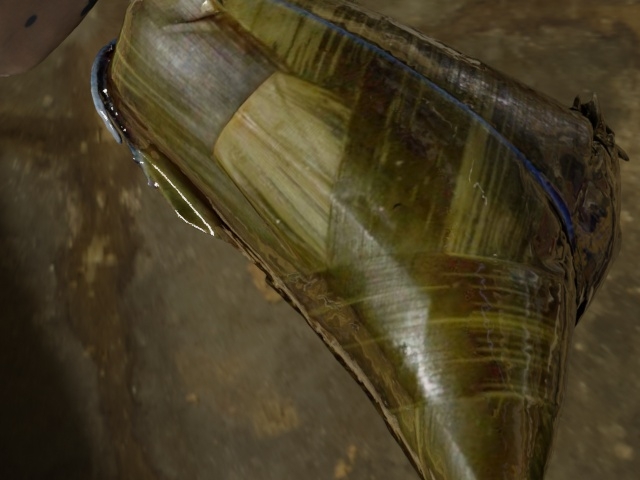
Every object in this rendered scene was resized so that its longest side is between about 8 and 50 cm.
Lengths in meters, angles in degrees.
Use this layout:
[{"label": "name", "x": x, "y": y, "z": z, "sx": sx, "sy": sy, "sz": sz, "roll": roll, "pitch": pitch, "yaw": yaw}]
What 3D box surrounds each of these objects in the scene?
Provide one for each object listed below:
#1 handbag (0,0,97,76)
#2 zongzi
[{"label": "handbag", "x": -0.143, "y": -0.187, "z": 0.515, "sx": 0.193, "sy": 0.251, "sz": 0.190, "roll": 41, "pitch": 91, "yaw": 11}, {"label": "zongzi", "x": 0.000, "y": 0.000, "z": 1.069, "sx": 0.403, "sy": 0.432, "sz": 0.208, "roll": 27, "pitch": 129, "yaw": -3}]
